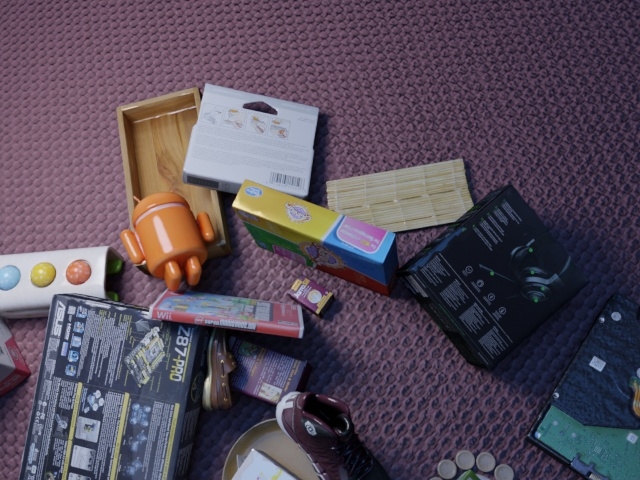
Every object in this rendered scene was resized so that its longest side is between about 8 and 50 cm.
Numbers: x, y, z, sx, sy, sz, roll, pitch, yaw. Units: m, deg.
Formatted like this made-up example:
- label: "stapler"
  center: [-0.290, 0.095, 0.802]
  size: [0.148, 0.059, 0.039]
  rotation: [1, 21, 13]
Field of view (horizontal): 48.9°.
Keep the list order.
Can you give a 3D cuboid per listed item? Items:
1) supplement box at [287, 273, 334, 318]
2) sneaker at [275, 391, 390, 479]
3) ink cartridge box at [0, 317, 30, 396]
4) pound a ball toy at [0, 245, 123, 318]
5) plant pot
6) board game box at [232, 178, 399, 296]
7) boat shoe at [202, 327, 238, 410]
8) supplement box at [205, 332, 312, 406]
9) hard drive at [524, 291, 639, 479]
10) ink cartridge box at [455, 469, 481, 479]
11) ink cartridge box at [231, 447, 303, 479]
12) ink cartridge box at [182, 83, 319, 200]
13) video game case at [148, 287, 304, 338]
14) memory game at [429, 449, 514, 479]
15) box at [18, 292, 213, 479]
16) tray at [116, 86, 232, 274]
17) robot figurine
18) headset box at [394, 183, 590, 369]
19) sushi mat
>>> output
- label: "supplement box"
  center: [-0.019, 0.117, 1.485]
  size: [0.083, 0.043, 0.055]
  rotation: [31, 77, 18]
- label: "sneaker"
  center: [0.044, 0.381, 1.273]
  size: [0.281, 0.162, 0.106]
  rotation: [43, 60, -1]
- label: "ink cartridge box"
  center: [-0.743, 0.198, 1.425]
  size: [0.117, 0.283, 0.207]
  rotation: [-34, 69, -6]
- label: "pound a ball toy"
  center: [-0.554, 0.123, 1.508]
  size: [0.319, 0.136, 0.208]
  rotation: [-4, 68, 7]
- label: "plant pot"
  center: [-0.073, 0.466, 1.365]
  size: [0.236, 0.032, 0.236]
  rotation: [-2, 69, 6]
- label: "board game box"
  center: [0.000, 0.000, 1.422]
  size: [0.316, 0.242, 0.064]
  rotation: [21, 75, 15]
- label: "boat shoe"
  center: [-0.188, 0.241, 1.366]
  size: [0.060, 0.064, 0.178]
  rotation: [3, 77, 5]
- label: "supplement box"
  center: [-0.123, 0.267, 1.421]
  size: [0.188, 0.081, 0.104]
  rotation: [17, 73, 14]
- label: "hard drive"
  center: [0.573, 0.297, 1.323]
  size: [0.237, 0.064, 0.339]
  rotation: [31, 76, 18]
- label: "ink cartridge box"
  center: [0.238, 0.566, 1.247]
  size: [0.189, 0.097, 0.255]
  rotation: [45, 119, 18]
- label: "ink cartridge box"
  center: [-0.099, 0.456, 1.306]
  size: [0.143, 0.092, 0.090]
  rotation: [30, 77, 19]
- label: "ink cartridge box"
  center: [-0.151, -0.215, 1.582]
  size: [0.275, 0.060, 0.239]
  rotation: [11, 62, -7]
- label: "video game case"
  center: [-0.176, 0.140, 1.386]
  size: [0.285, 0.204, 0.025]
  rotation: [8, 96, -4]
- label: "memory game"
  center: [0.289, 0.487, 1.317]
  size: [0.186, 0.012, 0.186]
  rotation: [-3, 69, 7]
- label: "box"
  center: [-0.399, 0.321, 1.376]
  size: [0.318, 0.097, 0.395]
  rotation: [9, 87, 13]
- label: "tray"
  center: [-0.338, -0.141, 1.614]
  size: [0.203, 0.076, 0.411]
  rotation: [-14, 67, 3]
- label: "robot figurine"
  center: [-0.310, -0.008, 1.453]
  size: [0.158, 0.128, 0.219]
  rotation: [-30, 69, 12]
- label: "headset box"
  center: [0.336, 0.064, 1.369]
  size: [0.283, 0.131, 0.246]
  rotation: [-40, 91, -7]
- label: "sushi mat"
  center: [0.174, -0.089, 1.551]
  size: [0.316, 0.019, 0.151]
  rotation: [-9, 69, 5]
